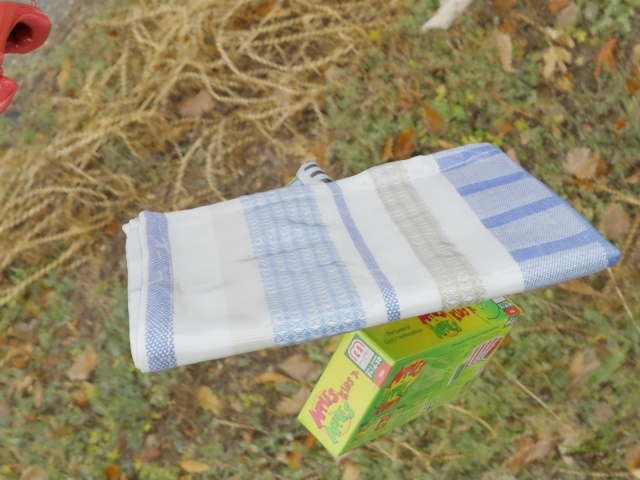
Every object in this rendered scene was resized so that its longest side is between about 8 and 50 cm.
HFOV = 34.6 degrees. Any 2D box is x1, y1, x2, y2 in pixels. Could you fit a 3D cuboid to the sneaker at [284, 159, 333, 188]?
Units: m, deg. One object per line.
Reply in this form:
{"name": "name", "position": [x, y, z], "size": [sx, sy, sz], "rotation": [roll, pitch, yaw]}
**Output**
{"name": "sneaker", "position": [0.000, 0.000, 1.242], "size": [0.098, 0.223, 0.083], "rotation": [-38, 46, -4]}

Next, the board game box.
{"name": "board game box", "position": [0.071, 0.090, 0.765], "size": [0.043, 0.181, 0.092], "rotation": [41, 120, 25]}

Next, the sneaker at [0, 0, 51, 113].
{"name": "sneaker", "position": [-0.292, -0.134, 0.780], "size": [0.107, 0.118, 0.279], "rotation": [-36, 17, 39]}

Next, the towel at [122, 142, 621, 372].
{"name": "towel", "position": [0.015, 0.000, 0.655], "size": [0.285, 0.034, 0.209], "rotation": [-12, 23, -5]}
